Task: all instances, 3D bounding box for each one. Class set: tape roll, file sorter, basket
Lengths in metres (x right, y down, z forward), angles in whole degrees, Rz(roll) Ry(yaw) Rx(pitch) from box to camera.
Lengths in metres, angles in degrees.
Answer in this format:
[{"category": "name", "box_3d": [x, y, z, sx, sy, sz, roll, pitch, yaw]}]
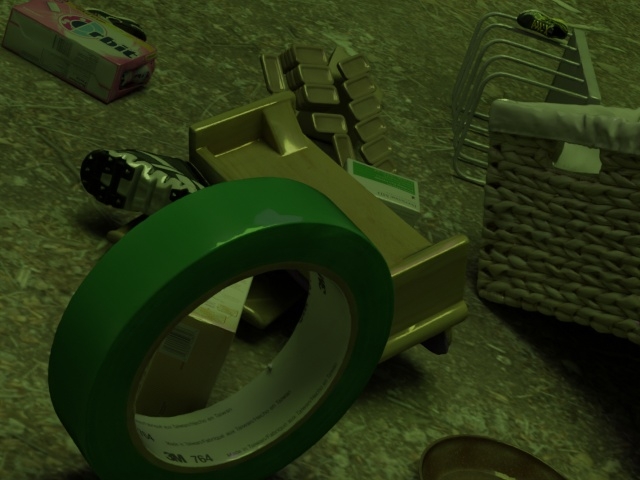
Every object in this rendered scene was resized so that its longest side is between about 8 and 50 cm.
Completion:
[{"category": "tape roll", "box_3d": [-0.085, 0.095, 1.443, 0.321, 0.321, 0.077, -1, 35, -39]}, {"category": "file sorter", "box_3d": [0.301, -0.208, 2.428, 0.173, 0.193, 0.278, 17, 28, -5]}, {"category": "basket", "box_3d": [0.413, -0.030, 2.004, 0.331, 0.267, 0.328, 1, 10, -38]}]

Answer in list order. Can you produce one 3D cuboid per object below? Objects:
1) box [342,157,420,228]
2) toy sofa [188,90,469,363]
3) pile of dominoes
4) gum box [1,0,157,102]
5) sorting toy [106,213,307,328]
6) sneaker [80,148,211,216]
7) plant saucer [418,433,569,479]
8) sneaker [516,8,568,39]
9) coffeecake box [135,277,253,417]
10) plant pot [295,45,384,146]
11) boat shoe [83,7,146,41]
[{"category": "box", "box_3d": [0.061, -0.031, 2.021, 0.101, 0.102, 0.087, 19, 29, -10]}, {"category": "toy sofa", "box_3d": [0.000, 0.000, 1.826, 0.150, 0.177, 0.362, -23, 47, -28]}, {"category": "pile of dominoes", "box_3d": [0.010, -0.144, 2.165, 0.196, 0.040, 0.251, -1, 70, -40]}, {"category": "gum box", "box_3d": [-0.325, -0.263, 2.189, 0.188, 0.062, 0.107, 29, 28, 12]}, {"category": "sorting toy", "box_3d": [-0.075, 0.045, 1.858, 0.307, 0.041, 0.229, 30, 24, 13]}, {"category": "sneaker", "box_3d": [-0.153, -0.045, 1.823, 0.234, 0.078, 0.106, 29, 26, 17]}, {"category": "plant saucer", "box_3d": [0.187, 0.275, 1.637, 0.198, 0.036, 0.199, 18, 28, -10]}, {"category": "sneaker", "box_3d": [0.340, -0.328, 2.429, 0.083, 0.031, 0.035, 11, 29, -10]}, {"category": "coffeecake box", "box_3d": [-0.124, 0.092, 1.615, 0.068, 0.142, 0.185, 21, 27, -4]}, {"category": "plant pot", "box_3d": [0.030, -0.197, 2.303, 0.096, 0.109, 0.109, 31, 27, -7]}, {"category": "boat shoe", "box_3d": [-0.307, -0.301, 2.294, 0.125, 0.046, 0.038, 8, 25, -43]}]
